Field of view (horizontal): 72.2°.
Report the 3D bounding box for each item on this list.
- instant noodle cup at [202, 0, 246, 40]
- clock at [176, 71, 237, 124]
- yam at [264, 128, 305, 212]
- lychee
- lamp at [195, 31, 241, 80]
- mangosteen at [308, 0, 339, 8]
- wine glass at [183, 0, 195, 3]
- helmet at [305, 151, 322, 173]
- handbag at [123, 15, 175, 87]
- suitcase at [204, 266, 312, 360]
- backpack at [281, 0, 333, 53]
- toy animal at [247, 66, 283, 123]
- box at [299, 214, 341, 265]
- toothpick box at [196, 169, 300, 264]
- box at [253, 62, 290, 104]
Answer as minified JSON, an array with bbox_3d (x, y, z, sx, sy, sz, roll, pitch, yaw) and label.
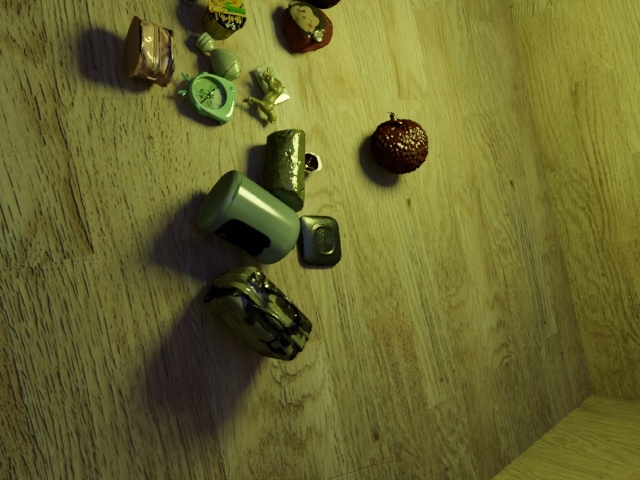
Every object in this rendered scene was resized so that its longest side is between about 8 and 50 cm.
[{"bbox_3d":[-0.367,-0.829,1.636,0.151,0.122,0.152,7,79,-35],"label":"instant noodle cup"},{"bbox_3d":[-0.413,-0.529,1.595,0.210,0.066,0.159,18,73,-31],"label":"clock"},{"bbox_3d":[-0.134,-0.270,1.689,0.168,0.168,0.304,8,78,-33],"label":"yam"},{"bbox_3d":[0.354,-0.436,1.985,0.264,0.264,0.300,-47,131,-30],"label":"lychee"},{"bbox_3d":[-0.376,-0.676,1.627,0.193,0.106,0.106,43,62,-10],"label":"lamp"},{"bbox_3d":[-0.024,-1.103,1.868,0.261,0.235,0.236,-22,97,-1],"label":"mangosteen"},{"bbox_3d":[-0.451,-0.949,1.558,0.122,0.183,0.122,7,78,-34],"label":"wine glass"},{"bbox_3d":[-0.054,-0.313,1.813,0.111,0.057,0.089,-4,82,-34],"label":"helmet"},{"bbox_3d":[-0.562,-0.617,1.443,0.116,0.179,0.205,2,83,-41],"label":"handbag"},{"bbox_3d":[-0.202,0.250,1.462,0.351,0.339,0.194,48,60,-20],"label":"suitcase"},{"bbox_3d":[-0.047,-0.899,1.860,0.229,0.139,0.229,9,64,-20],"label":"backpack"},{"bbox_3d":[-0.196,-0.568,1.717,0.136,0.073,0.181,30,84,-18],"label":"toy animal"},{"bbox_3d":[0.000,0.000,1.816,0.201,0.042,0.213,-2,85,-36],"label":"box"},{"bbox_3d":[-0.223,-0.071,1.558,0.354,0.263,0.263,34,66,-28],"label":"toothpick box"},{"bbox_3d":[-0.196,-0.627,1.771,0.084,0.040,0.154,-35,103,-32],"label":"box"}]
